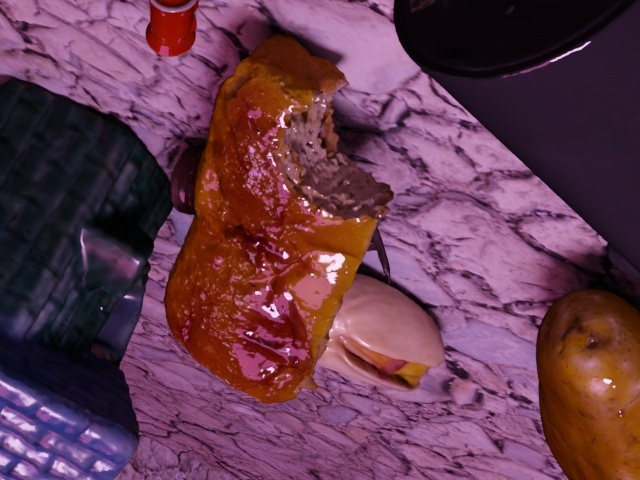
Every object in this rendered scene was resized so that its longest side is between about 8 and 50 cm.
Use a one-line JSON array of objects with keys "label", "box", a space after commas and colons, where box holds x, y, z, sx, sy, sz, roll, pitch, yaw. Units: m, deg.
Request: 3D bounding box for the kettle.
[{"label": "kettle", "box": [0.236, -0.121, 0.846, 0.308, 0.262, 0.203, 39, -172, -38]}]

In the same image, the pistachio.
[{"label": "pistachio", "box": [0.055, 0.099, 1.538, 0.201, 0.117, 0.145, 20, -157, -31]}]

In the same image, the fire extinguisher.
[{"label": "fire extinguisher", "box": [-0.032, -0.019, 1.371, 0.252, 0.106, 0.075, 16, -177, 19]}]

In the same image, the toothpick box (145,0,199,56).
[{"label": "toothpick box", "box": [-0.129, -0.197, 1.157, 0.047, 0.047, 0.083, 24, 158, 2]}]

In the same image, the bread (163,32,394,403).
[{"label": "bread", "box": [-0.039, -0.002, 1.238, 0.185, 0.109, 0.380, 37, 137, 17]}]

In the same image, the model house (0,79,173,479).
[{"label": "model house", "box": [-0.337, 0.092, 1.472, 0.395, 0.445, 0.400, 34, 155, -19]}]

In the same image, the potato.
[{"label": "potato", "box": [0.296, 0.167, 1.345, 0.177, 0.195, 0.369, 2, 152, 22]}]
